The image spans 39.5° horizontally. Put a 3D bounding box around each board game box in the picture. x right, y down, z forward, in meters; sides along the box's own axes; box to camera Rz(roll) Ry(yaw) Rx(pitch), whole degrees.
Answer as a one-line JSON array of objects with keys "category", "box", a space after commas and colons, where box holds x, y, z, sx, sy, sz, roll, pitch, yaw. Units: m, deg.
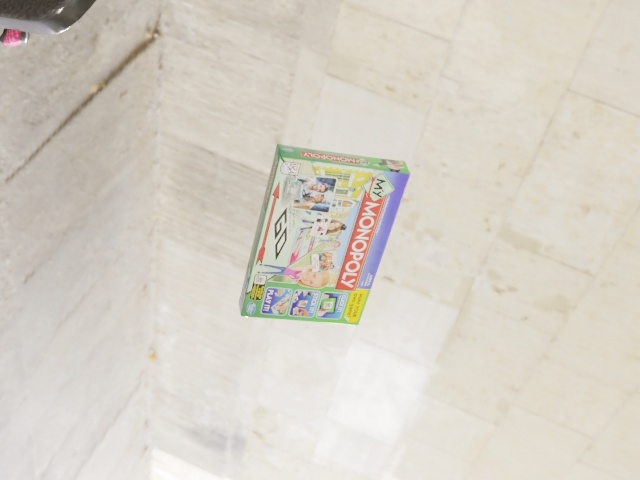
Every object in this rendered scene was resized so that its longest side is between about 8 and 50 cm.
[{"category": "board game box", "box": [0.000, 0.000, 1.466, 0.046, 0.214, 0.317, -104, -155, -53]}]

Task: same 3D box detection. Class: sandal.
[{"category": "sandal", "box": [-0.162, -0.133, 0.500, 0.040, 0.179, 0.067, 42, 77, -42]}]
